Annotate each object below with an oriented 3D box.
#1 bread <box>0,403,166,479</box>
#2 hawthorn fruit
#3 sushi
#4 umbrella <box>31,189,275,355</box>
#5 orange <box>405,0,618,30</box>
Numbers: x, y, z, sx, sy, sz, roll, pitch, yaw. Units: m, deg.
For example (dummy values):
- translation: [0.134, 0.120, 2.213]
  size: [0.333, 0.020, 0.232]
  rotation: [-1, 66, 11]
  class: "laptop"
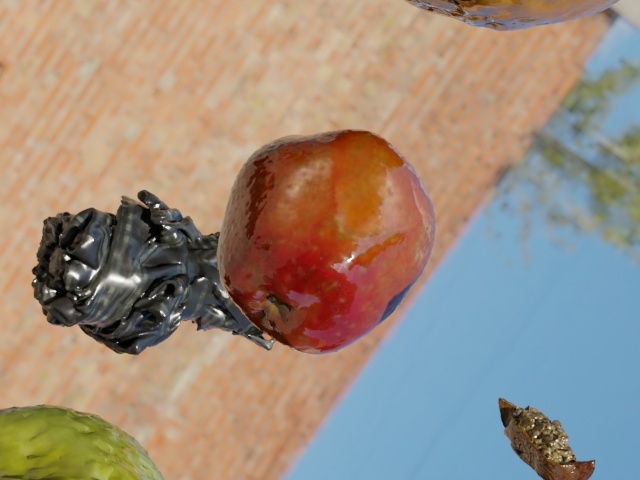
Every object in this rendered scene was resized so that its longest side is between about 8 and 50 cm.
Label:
- translation: [-0.242, 0.326, 1.653]
  size: [0.348, 0.348, 0.308]
  rotation: [-53, -142, 15]
  class: "bread"
- translation: [0.000, 0.000, 1.200]
  size: [0.133, 0.133, 0.138]
  rotation: [-42, -161, 48]
  class: "hawthorn fruit"
- translation: [0.227, 0.207, 1.992]
  size: [0.120, 0.052, 0.055]
  rotation: [48, -44, 47]
  class: "sushi"
- translation: [-0.117, 0.056, 1.884]
  size: [0.128, 0.336, 0.154]
  rotation: [-6, -115, 56]
  class: "umbrella"
- translation: [0.143, -0.322, 1.352]
  size: [0.293, 0.340, 0.340]
  rotation: [-26, 166, -47]
  class: "orange"
